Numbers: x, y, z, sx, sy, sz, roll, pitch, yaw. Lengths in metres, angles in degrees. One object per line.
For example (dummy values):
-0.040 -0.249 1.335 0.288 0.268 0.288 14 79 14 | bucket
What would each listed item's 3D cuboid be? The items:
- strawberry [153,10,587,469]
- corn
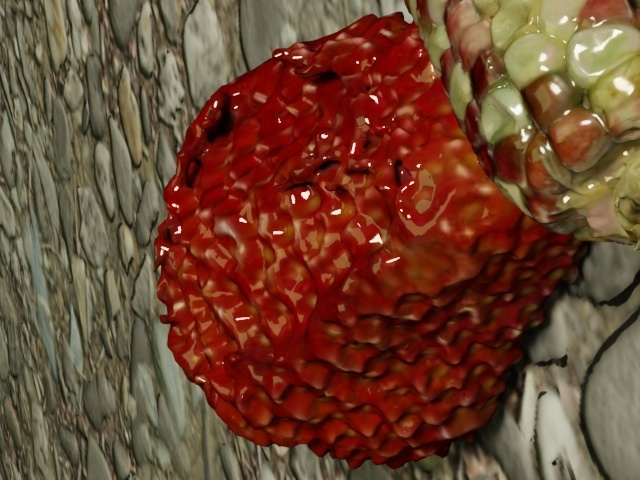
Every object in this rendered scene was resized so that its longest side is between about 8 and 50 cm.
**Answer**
0.000 0.000 0.688 0.286 0.106 0.188 137 118 -64 | strawberry
0.052 -0.115 0.529 0.092 0.092 0.281 107 147 -49 | corn
